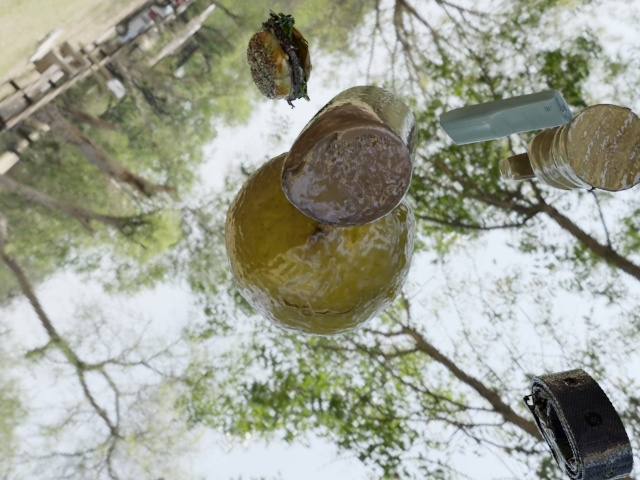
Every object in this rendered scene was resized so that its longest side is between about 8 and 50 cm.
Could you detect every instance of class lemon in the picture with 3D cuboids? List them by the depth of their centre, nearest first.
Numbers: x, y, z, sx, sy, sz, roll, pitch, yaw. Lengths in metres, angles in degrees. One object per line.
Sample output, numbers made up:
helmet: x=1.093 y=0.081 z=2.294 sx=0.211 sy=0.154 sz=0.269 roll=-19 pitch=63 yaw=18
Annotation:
lemon: x=0.000 y=0.000 z=1.055 sx=0.293 sy=0.293 sz=0.293 roll=-37 pitch=-162 yaw=14

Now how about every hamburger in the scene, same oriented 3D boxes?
hamburger: x=-0.084 y=-0.349 z=1.459 sx=0.093 sy=0.189 sz=0.164 roll=-24 pitch=-139 yaw=-23

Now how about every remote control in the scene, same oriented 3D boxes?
remote control: x=0.237 y=-0.155 z=0.978 sx=0.162 sy=0.061 sz=0.029 roll=-6 pitch=-119 yaw=38

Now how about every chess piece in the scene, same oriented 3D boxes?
chess piece: x=0.390 y=-0.132 z=1.195 sx=0.137 sy=0.137 sz=0.301 roll=-43 pitch=-176 yaw=-3

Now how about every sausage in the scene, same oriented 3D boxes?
sausage: x=0.039 y=-0.091 z=0.792 sx=0.123 sy=0.123 sz=0.253 roll=-36 pitch=-170 yaw=18

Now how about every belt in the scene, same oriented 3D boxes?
belt: x=0.459 y=0.337 z=1.372 sx=0.126 sy=0.139 sz=0.230 roll=-10 pitch=-145 yaw=-6
